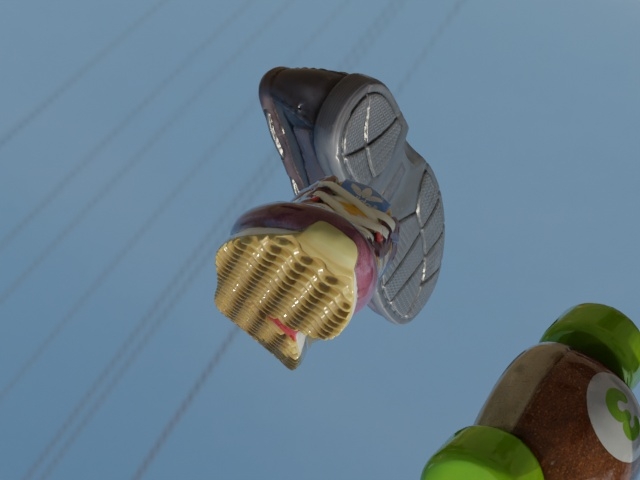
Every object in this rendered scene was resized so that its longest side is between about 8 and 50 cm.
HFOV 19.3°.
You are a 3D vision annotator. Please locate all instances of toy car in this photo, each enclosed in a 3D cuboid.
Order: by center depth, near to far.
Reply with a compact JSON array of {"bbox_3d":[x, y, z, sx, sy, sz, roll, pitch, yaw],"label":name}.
[{"bbox_3d":[0.151,0.144,0.873,0.188,0.149,0.155,28,-144,18],"label":"toy car"}]

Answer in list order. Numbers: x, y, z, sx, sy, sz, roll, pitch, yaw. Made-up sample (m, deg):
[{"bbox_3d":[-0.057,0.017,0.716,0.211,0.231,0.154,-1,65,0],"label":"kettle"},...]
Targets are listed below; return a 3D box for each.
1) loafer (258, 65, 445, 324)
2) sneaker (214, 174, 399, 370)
[{"bbox_3d":[0.028,-0.043,1.543,0.095,0.302,0.109,24,-114,28],"label":"loafer"},{"bbox_3d":[0.000,0.000,0.850,0.069,0.185,0.084,39,-105,-1],"label":"sneaker"}]
